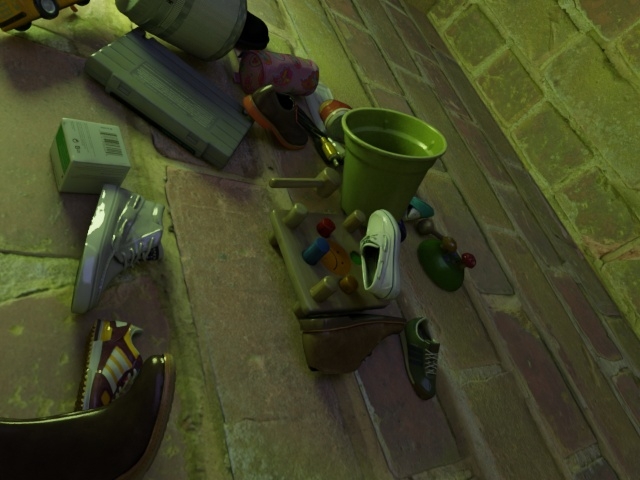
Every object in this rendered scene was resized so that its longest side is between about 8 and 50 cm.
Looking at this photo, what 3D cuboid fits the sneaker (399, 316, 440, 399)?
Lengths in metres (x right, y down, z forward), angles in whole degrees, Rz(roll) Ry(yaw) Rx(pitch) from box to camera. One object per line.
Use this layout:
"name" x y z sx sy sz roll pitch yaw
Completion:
"sneaker" 0.248 0.270 1.127 0.064 0.086 0.192 17 47 -35

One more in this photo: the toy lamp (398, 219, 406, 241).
"toy lamp" 0.193 0.031 1.301 0.080 0.080 0.275 35 41 -17

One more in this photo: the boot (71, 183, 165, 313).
"boot" -0.321 0.014 0.784 0.123 0.095 0.258 17 45 -25

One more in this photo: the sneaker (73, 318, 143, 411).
"sneaker" -0.292 0.197 0.671 0.083 0.069 0.186 14 49 -30

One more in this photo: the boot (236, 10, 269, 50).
"boot" -0.248 -0.727 1.389 0.348 0.260 0.131 8 51 -40

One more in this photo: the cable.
"cable" 0.006 -0.326 1.440 0.139 0.072 0.287 -13 67 -56

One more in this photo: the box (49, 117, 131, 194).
"box" -0.412 -0.147 0.848 0.102 0.087 0.101 -1 58 -45

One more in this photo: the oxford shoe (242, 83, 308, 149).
"oxford shoe" -0.091 -0.327 1.280 0.271 0.098 0.097 21 41 -62

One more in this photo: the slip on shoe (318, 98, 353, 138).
"slip on shoe" 0.108 -0.361 1.505 0.331 0.123 0.101 10 41 -54

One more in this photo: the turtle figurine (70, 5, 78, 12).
"turtle figurine" -0.654 -0.654 1.066 0.269 0.087 0.217 34 52 -38

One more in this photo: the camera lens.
"camera lens" -0.341 -0.602 1.198 0.274 0.219 0.219 12 49 -48

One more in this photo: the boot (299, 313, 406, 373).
"boot" 0.077 0.215 1.023 0.305 0.112 0.115 3 80 -44

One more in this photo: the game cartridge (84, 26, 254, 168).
"game cartridge" -0.337 -0.335 1.120 0.355 0.068 0.230 36 42 -16

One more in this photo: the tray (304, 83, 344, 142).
"tray" 0.018 -0.444 1.593 0.145 0.030 0.270 7 52 -40

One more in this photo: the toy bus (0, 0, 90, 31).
"toy bus" -0.548 -0.556 0.999 0.333 0.108 0.130 -61 139 -44

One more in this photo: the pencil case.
"pencil case" -0.125 -0.499 1.432 0.284 0.124 0.124 -21 73 -51

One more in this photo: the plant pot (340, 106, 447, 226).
"plant pot" 0.166 -0.181 1.278 0.276 0.254 0.276 8 38 -7

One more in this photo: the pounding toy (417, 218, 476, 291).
"pounding toy" 0.401 0.032 1.476 0.183 0.110 0.237 26 42 -27

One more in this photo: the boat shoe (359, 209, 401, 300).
"boat shoe" 0.124 0.017 1.020 0.075 0.083 0.226 21 45 -30

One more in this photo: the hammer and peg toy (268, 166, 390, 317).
"hammer and peg toy" 0.000 0.000 1.094 0.265 0.127 0.361 2 56 -42

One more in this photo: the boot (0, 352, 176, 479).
"boot" -0.299 0.227 0.546 0.206 0.090 0.249 25 78 -22

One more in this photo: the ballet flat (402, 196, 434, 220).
"ballet flat" 0.254 -0.111 1.501 0.247 0.083 0.087 30 64 -22
